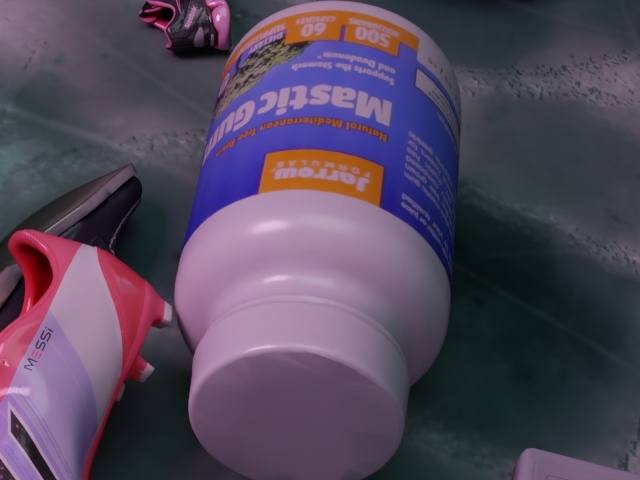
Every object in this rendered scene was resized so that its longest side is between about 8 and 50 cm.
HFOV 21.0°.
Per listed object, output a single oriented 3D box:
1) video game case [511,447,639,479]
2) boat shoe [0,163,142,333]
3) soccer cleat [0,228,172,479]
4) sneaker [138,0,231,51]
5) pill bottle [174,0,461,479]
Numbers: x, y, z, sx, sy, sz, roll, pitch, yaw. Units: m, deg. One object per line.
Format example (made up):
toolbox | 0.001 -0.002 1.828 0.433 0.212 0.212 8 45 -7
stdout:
video game case | 0.222 0.264 0.833 0.300 0.036 0.329 14 42 2
boat shoe | -0.156 0.027 0.994 0.065 0.075 0.206 56 38 -16
soccer cleat | -0.150 0.102 0.861 0.095 0.083 0.248 30 49 -15
sneaker | -0.104 -0.174 1.215 0.057 0.047 0.119 -17 48 -12
pill bottle | 0.000 0.000 0.973 0.152 0.152 0.272 10 43 -2
